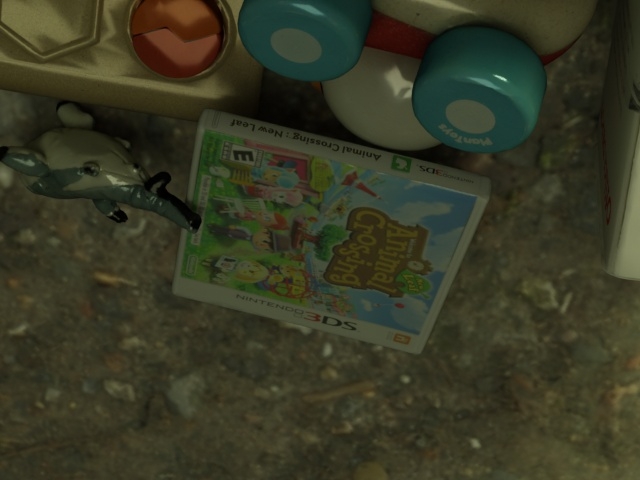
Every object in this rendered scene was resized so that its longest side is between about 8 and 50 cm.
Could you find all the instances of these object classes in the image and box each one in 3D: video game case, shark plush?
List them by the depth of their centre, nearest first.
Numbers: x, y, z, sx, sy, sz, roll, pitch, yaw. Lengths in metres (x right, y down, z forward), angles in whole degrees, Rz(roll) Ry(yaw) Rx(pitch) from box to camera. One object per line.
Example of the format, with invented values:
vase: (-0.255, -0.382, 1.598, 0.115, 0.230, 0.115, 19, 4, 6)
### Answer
video game case: (0.000, 0.000, 1.129, 0.193, 0.023, 0.212, 14, 146, -2)
shark plush: (-0.146, -0.043, 1.134, 0.161, 0.073, 0.067, 12, 132, 19)

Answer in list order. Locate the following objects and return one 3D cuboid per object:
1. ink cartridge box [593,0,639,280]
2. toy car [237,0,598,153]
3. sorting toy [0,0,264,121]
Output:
ink cartridge box: (0.242, -0.139, 0.971, 0.117, 0.207, 0.283, 6, 120, 4)
toy car: (0.041, -0.136, 1.031, 0.210, 0.219, 0.238, 22, 147, -6)
sorting toy: (-0.182, -0.193, 1.081, 0.307, 0.041, 0.229, 9, 120, 1)
